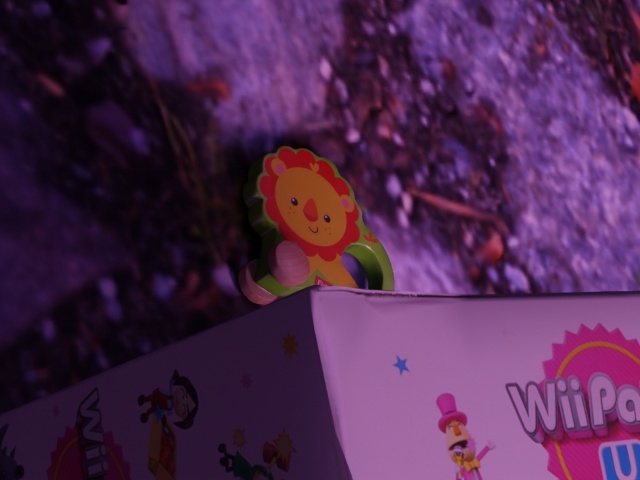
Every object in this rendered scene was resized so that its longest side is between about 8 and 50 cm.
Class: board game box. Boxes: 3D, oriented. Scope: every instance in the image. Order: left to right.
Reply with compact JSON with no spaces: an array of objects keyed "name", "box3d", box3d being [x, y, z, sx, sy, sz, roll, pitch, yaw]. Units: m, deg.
[{"name":"board game box","box3d":[-0.001,0.098,0.583,0.224,0.303,0.097,1,72,-39]}]

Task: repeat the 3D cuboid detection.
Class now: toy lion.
[{"name":"toy lion","box3d":[0.000,0.000,0.810,0.100,0.034,0.096,33,47,-25]}]
